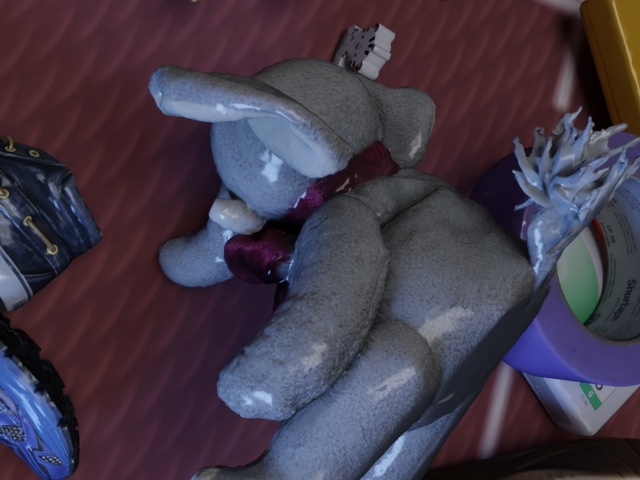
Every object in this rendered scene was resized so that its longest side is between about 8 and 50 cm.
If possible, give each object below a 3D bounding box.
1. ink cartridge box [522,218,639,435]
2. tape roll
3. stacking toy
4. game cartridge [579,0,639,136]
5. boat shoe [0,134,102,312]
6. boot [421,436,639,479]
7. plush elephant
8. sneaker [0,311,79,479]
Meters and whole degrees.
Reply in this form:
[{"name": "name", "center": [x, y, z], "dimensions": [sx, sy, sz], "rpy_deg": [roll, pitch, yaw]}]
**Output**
[{"name": "ink cartridge box", "center": [0.248, 0.028, 0.758], "dimensions": [0.224, 0.056, 0.181], "rpy_deg": [-39, 103, -18]}, {"name": "tape roll", "center": [0.203, 0.015, 0.667], "dimensions": [0.189, 0.080, 0.189], "rpy_deg": [2, 85, -25]}, {"name": "stacking toy", "center": [0.007, -0.243, 0.623], "dimensions": [0.167, 0.052, 0.221], "rpy_deg": [22, 91, -34]}, {"name": "game cartridge", "center": [0.403, -0.129, 0.818], "dimensions": [0.323, 0.052, 0.285], "rpy_deg": [-23, 99, -25]}, {"name": "boat shoe", "center": [-0.222, -0.049, 0.553], "dimensions": [0.083, 0.065, 0.183], "rpy_deg": [-41, 106, -29]}, {"name": "boot", "center": [0.189, 0.271, 0.678], "dimensions": [0.262, 0.095, 0.203], "rpy_deg": [-9, 93, -6]}, {"name": "plush elephant", "center": [0.000, 0.000, 0.560], "dimensions": [0.330, 0.255, 0.272], "rpy_deg": [-56, 157, 18]}, {"name": "sneaker", "center": [-0.238, 0.075, 0.537], "dimensions": [0.087, 0.083, 0.221], "rpy_deg": [-45, 100, -5]}]
